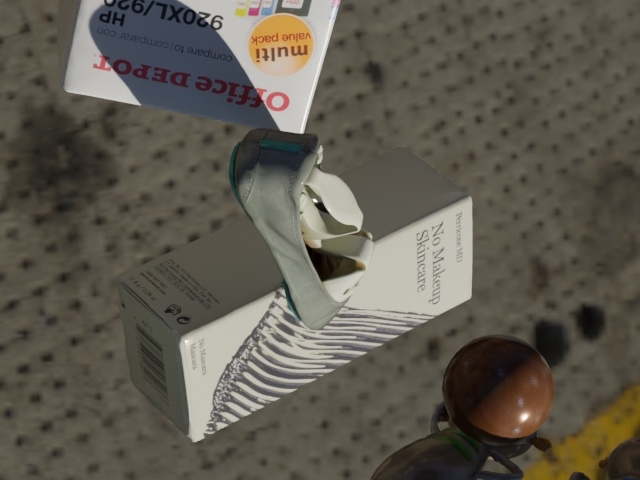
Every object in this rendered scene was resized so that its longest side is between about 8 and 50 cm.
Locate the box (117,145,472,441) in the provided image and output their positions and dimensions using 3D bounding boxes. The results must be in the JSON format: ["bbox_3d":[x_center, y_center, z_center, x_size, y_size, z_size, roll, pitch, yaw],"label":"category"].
[{"bbox_3d":[-0.015,0.037,1.483,0.275,0.094,0.113,-26,133,-26],"label":"box"}]

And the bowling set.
[{"bbox_3d":[0.123,0.132,0.984,0.154,0.287,0.200,-27,132,-53],"label":"bowling set"}]

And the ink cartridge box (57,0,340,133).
[{"bbox_3d":[-0.070,-0.216,1.285,0.171,0.168,0.233,11,114,-12],"label":"ink cartridge box"}]

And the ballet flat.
[{"bbox_3d":[0.000,0.000,1.272,0.213,0.068,0.072,63,34,-55],"label":"ballet flat"}]
